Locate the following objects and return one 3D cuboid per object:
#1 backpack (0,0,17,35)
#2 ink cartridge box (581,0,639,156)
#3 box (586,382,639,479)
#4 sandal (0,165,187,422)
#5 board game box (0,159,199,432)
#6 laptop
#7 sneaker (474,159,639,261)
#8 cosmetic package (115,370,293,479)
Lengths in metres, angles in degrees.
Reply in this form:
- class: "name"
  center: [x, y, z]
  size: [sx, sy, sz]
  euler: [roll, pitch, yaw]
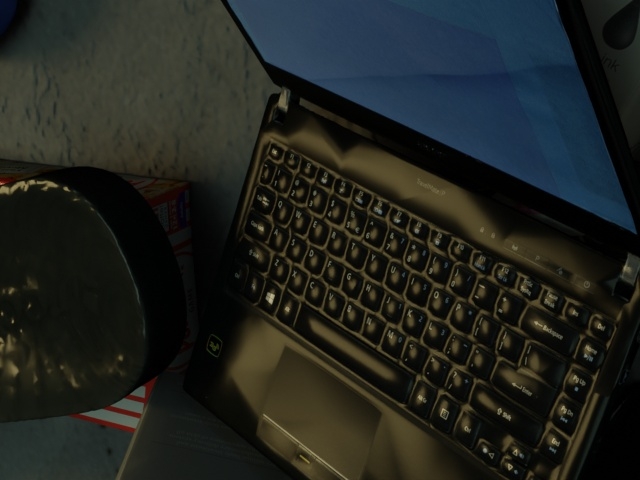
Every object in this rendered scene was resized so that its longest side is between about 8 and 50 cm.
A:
- class: "backpack"
  center: [-0.243, -0.150, 0.692]
  size: [0.098, 0.101, 0.120]
  euler: [-34, 90, 42]
- class: "ink cartridge box"
  center: [0.104, -0.155, 0.476]
  size: [0.159, 0.092, 0.218]
  euler: [36, 120, 17]
- class: "box"
  center: [0.161, 0.230, 0.568]
  size: [0.261, 0.103, 0.184]
  euler: [48, 127, 9]
- class: "sandal"
  center: [-0.271, 0.066, 0.720]
  size: [0.446, 0.107, 0.167]
  euler: [-22, 93, 37]
- class: "board game box"
  center: [-0.163, 0.029, 0.734]
  size: [0.194, 0.045, 0.146]
  euler: [7, 110, 30]
- class: "laptop"
  center: [0.000, 0.000, 0.490]
  size: [0.234, 0.137, 0.264]
  euler: [31, 110, 42]
- class: "sneaker"
  center: [0.092, 0.011, 0.562]
  size: [0.178, 0.072, 0.077]
  euler: [-4, 109, 46]
- class: "cosmetic package"
  center: [-0.053, 0.174, 0.582]
  size: [0.127, 0.238, 0.107]
  euler: [17, 118, 0]
